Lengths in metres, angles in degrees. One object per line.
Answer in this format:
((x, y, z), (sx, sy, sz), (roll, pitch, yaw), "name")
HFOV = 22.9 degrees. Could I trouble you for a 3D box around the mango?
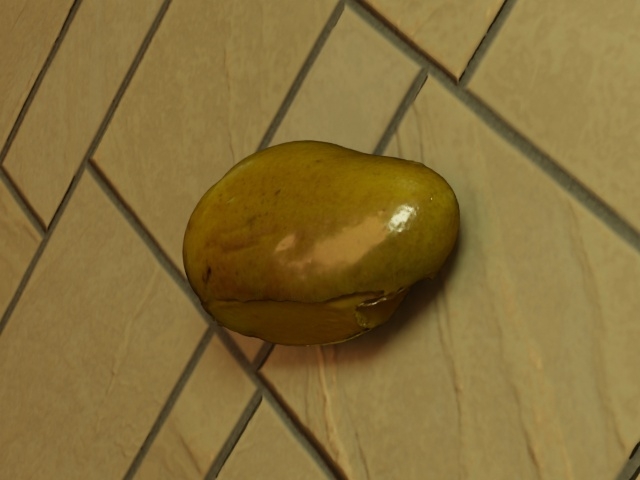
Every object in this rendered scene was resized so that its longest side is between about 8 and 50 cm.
((0.000, 0.000, 1.281), (0.262, 0.130, 0.167), (1, 75, 42), "mango")
